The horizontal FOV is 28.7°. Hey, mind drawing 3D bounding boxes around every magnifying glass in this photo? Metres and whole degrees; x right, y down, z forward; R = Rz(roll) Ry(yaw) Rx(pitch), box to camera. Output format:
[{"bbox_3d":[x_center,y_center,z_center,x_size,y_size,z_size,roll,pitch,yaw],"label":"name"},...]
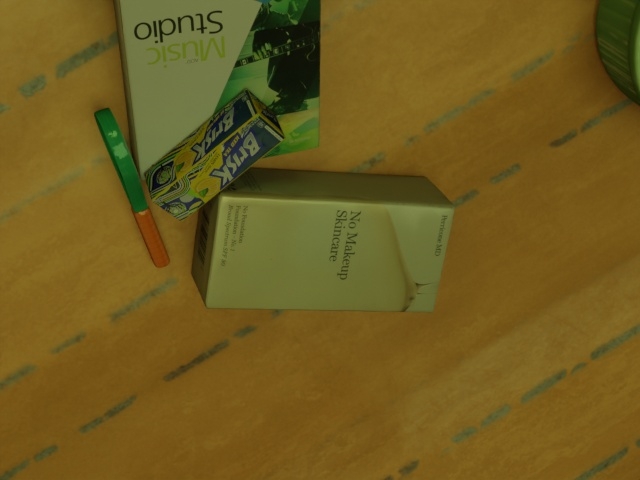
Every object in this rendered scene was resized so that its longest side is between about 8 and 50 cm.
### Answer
[{"bbox_3d":[-0.228,-0.061,1.534,0.026,0.092,0.231,-23,128,-11],"label":"magnifying glass"}]

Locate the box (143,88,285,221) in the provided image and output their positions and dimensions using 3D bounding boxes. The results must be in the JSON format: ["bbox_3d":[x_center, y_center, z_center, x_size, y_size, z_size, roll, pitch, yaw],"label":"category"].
[{"bbox_3d":[-0.127,-0.100,1.487,0.169,0.054,0.059,-38,134,14],"label":"box"}]

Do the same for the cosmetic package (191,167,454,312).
[{"bbox_3d":[0.000,0.000,1.610,0.310,0.113,0.160,1,112,-17],"label":"cosmetic package"}]

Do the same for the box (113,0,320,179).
[{"bbox_3d":[-0.116,-0.224,1.452,0.232,0.058,0.322,-12,136,-12],"label":"box"}]

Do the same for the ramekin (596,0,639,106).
[{"bbox_3d":[0.509,-0.283,1.622,0.303,0.148,0.303,-7,115,-15],"label":"ramekin"}]
